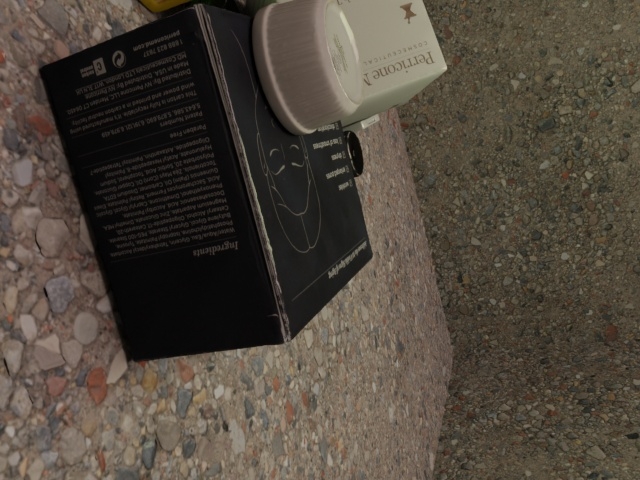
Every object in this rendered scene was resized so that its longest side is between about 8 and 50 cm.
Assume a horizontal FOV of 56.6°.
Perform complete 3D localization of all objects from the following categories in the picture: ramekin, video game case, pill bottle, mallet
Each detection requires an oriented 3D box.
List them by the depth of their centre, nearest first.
[{"bbox_3d":[-0.009,-0.277,0.930,0.207,0.109,0.207,-10,90,-68],"label":"ramekin"},{"bbox_3d":[-0.230,-0.495,1.380,0.062,0.039,0.189,55,37,-53],"label":"mallet"},{"bbox_3d":[-0.008,-0.206,1.555,0.123,0.219,0.122,-9,90,-69],"label":"pill bottle"},{"bbox_3d":[0.043,-0.310,1.722,0.026,0.227,0.206,69,23,-11],"label":"video game case"}]

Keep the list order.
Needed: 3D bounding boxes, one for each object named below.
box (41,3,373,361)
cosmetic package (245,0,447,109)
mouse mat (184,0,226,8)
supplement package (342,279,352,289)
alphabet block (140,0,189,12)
[{"bbox_3d":[-0.145,-0.108,1.050,0.480,0.297,0.471,-34,110,-67],"label":"box"},{"bbox_3d":[0.043,-0.499,1.442,0.327,0.329,0.393,172,-104,-79],"label":"cosmetic package"},{"bbox_3d":[-0.232,-0.481,1.180,0.007,0.190,0.152,9,69,-34],"label":"mouse mat"},{"bbox_3d":[0.000,0.000,1.579,0.194,0.149,0.203,-68,143,-54],"label":"supplement package"},{"bbox_3d":[-0.277,-0.566,1.062,0.192,0.193,0.197,32,52,-61],"label":"alphabet block"}]
